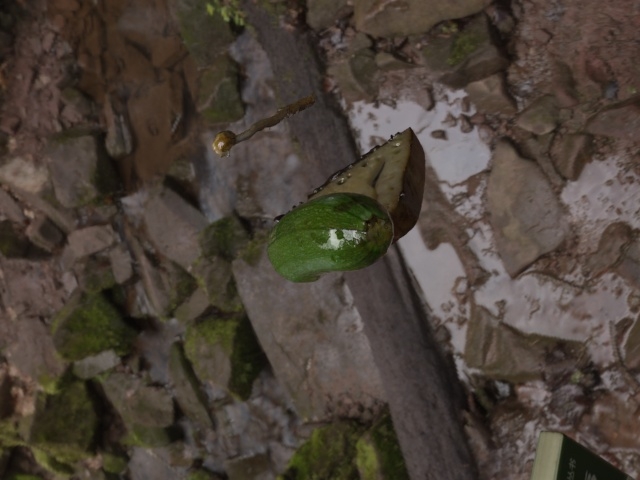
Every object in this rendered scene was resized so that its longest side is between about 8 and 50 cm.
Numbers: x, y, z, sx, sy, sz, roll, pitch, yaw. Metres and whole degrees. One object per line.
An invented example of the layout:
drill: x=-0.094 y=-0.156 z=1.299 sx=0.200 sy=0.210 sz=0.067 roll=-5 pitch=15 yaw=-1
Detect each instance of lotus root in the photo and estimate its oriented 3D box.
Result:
lotus root: x=0.064 y=-0.051 z=1.045 sx=0.074 sy=0.260 sz=0.170 roll=55 pitch=-177 yaw=-35

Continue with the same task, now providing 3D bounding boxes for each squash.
squash: x=0.000 y=0.000 z=0.646 sx=0.219 sy=0.077 sz=0.068 roll=153 pitch=137 yaw=-70

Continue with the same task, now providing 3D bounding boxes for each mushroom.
mushroom: x=-0.042 y=-0.127 z=0.723 sx=0.028 sy=0.286 sz=0.026 roll=15 pitch=114 yaw=13

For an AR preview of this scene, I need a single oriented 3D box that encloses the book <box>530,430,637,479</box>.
book: x=0.252 y=0.306 z=0.611 sx=0.027 sy=0.264 sz=0.202 roll=-9 pitch=53 yaw=50
